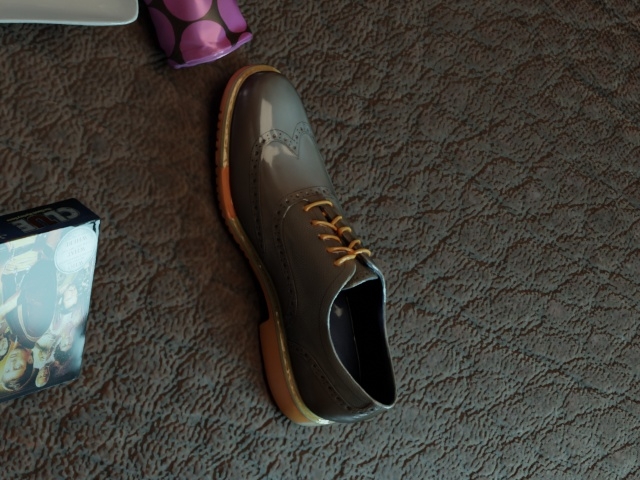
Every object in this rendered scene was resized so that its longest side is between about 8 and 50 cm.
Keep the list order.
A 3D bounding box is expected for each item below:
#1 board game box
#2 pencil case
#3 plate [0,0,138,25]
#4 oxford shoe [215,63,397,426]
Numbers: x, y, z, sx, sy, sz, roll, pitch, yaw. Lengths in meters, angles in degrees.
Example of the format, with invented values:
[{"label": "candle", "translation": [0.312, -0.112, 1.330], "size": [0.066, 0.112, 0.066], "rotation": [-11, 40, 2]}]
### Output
[{"label": "board game box", "translation": [-0.297, 0.068, 1.433], "size": [0.243, 0.042, 0.165], "rotation": [-17, 129, -42]}, {"label": "pencil case", "translation": [-0.130, -0.271, 1.651], "size": [0.098, 0.095, 0.209], "rotation": [-34, 110, -61]}, {"label": "plate", "translation": [-0.304, -0.314, 1.501], "size": [0.277, 0.045, 0.278], "rotation": [-6, 84, -34]}, {"label": "oxford shoe", "translation": [0.000, 0.000, 1.699], "size": [0.130, 0.132, 0.364], "rotation": [-21, 99, -41]}]
